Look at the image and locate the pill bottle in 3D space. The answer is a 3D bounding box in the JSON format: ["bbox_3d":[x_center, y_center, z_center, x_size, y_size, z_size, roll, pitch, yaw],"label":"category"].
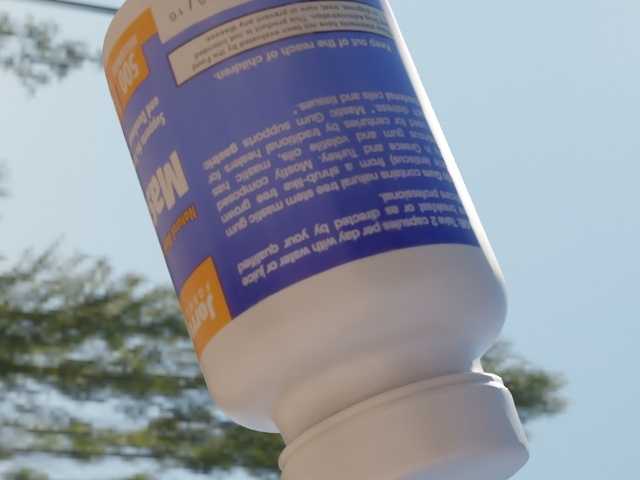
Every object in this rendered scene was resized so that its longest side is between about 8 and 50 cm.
[{"bbox_3d":[0.000,0.000,0.762,0.152,0.152,0.272,-54,-129,54],"label":"pill bottle"}]
